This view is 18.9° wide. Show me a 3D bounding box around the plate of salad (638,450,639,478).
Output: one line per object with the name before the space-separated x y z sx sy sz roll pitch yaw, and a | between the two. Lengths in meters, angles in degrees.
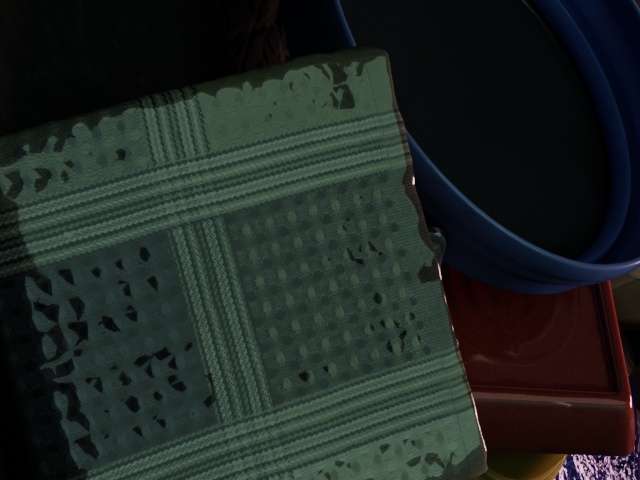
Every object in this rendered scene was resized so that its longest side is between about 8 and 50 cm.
plate of salad | 0.360 0.271 1.968 0.200 0.048 0.200 -11 106 -41

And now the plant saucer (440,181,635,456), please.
plant saucer | 0.137 0.039 1.528 0.259 0.048 0.258 5 64 -27

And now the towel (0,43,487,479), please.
towel | -0.057 0.054 1.224 0.324 0.056 0.312 -16 93 -29

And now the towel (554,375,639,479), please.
towel | 0.239 0.262 1.759 0.227 0.076 0.308 9 73 -59

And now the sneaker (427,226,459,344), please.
sneaker | 0.000 0.000 1.353 0.268 0.153 0.101 57 37 -35

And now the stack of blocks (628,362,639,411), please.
stack of blocks | 0.458 0.095 1.869 0.171 0.297 0.087 38 6 -17

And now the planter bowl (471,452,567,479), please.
planter bowl | 0.162 0.123 1.601 0.217 0.090 0.217 15 67 -41

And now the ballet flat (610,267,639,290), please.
ballet flat | 0.223 -0.049 1.806 0.086 0.086 0.248 28 27 -54

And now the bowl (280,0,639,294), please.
bowl | 0.130 -0.136 1.503 0.391 0.077 0.391 25 48 -31

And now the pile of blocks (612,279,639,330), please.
pile of blocks | 0.377 0.001 1.998 0.362 0.112 0.149 -62 149 -53
